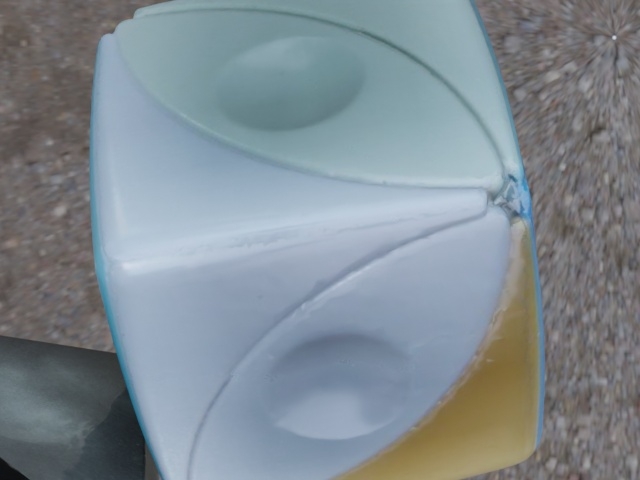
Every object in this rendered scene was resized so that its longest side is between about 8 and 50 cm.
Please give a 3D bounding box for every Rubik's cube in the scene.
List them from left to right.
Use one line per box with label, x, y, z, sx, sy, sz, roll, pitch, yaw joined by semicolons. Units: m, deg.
Rubik's cube;0.000;0.000;1.301;0.347;0.352;0.352;-9;135;2

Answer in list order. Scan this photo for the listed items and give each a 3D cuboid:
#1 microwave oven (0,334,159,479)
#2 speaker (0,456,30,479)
microwave oven;-0.313;0.287;1.301;0.374;0.432;0.236;9;117;-10
speaker;-0.208;0.112;0.412;0.153;0.231;0.192;29;85;33
